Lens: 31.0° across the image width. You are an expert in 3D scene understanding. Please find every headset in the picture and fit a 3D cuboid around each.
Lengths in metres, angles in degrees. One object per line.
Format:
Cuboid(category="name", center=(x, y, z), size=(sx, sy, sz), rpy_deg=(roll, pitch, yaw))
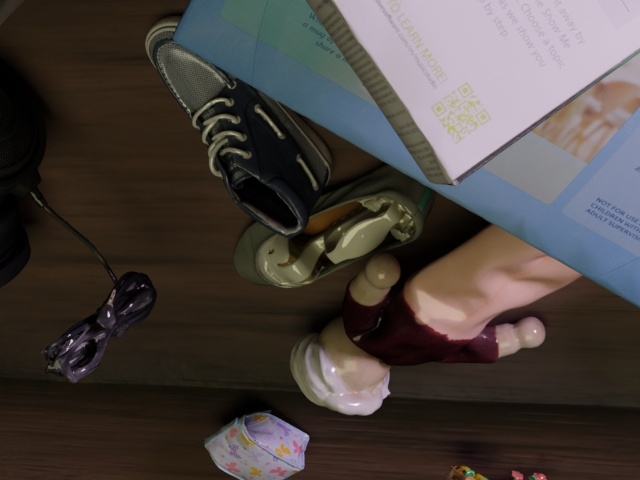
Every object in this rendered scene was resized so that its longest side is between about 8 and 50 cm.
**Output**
Cuboid(category="headset", center=(-0.317, -0.029, 0.956), size=(0.394, 0.185, 0.243), rpy_deg=(28, 131, 8))

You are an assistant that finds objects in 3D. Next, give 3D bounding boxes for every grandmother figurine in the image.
Cuboid(category="grandmother figurine", center=(0.104, 0.053, 0.959), size=(0.208, 0.104, 0.342), rpy_deg=(31, 133, -28))

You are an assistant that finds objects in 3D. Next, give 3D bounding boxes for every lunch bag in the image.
Cuboid(category="lunch bag", center=(-0.065, 0.206, 1.159), size=(0.083, 0.053, 0.071), rpy_deg=(31, 133, -22))

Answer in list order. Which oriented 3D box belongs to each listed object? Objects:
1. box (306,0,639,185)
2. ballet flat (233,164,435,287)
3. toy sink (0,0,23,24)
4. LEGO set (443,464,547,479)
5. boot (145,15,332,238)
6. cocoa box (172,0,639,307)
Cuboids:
Cuboid(category="box", center=(0.118, -0.208, 0.500), size=(0.322, 0.058, 0.232), rpy_deg=(-35, 98, -1))
Cuboid(category="ballet flat", center=(0.000, 0.000, 0.963), size=(0.213, 0.068, 0.072), rpy_deg=(-26, 117, 32))
Cuboid(category="toy sink", center=(-0.266, -0.226, 0.805), size=(0.234, 0.152, 0.131), rpy_deg=(14, 130, 4))
Cuboid(category="LEGO set", center=(0.257, 0.289, 1.101), size=(0.287, 0.132, 0.107), rpy_deg=(45, 112, 9))
Cuboid(category="boot", center=(-0.068, -0.089, 0.899), size=(0.190, 0.086, 0.069), rpy_deg=(41, 128, -17))
Cuboid(category="cocoa box", center=(0.133, -0.166, 0.685), size=(0.347, 0.228, 0.231), rpy_deg=(29, 130, -8))
